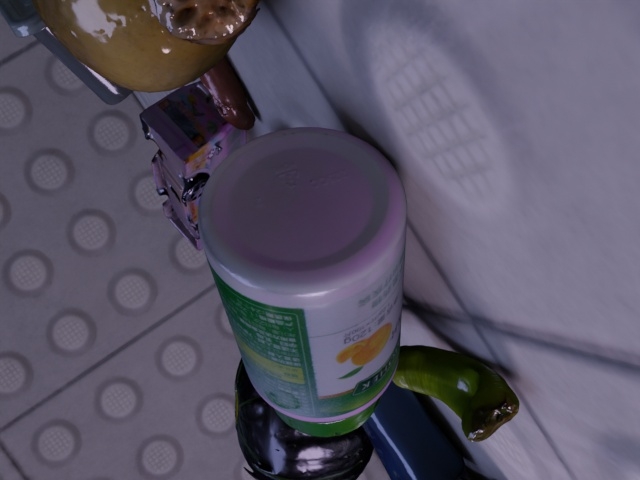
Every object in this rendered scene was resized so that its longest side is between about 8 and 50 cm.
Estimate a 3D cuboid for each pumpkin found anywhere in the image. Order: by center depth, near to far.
[{"bbox_3d":[0.004,0.243,1.089,0.296,0.295,0.296,54,171,13],"label":"pumpkin"}]

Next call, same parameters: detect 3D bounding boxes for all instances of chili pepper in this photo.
[{"bbox_3d":[0.106,0.114,0.555,0.050,0.052,0.201,31,176,-12],"label":"chili pepper"}]

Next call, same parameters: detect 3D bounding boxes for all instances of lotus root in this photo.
[{"bbox_3d":[-0.132,-0.184,0.476,0.303,0.130,0.146,44,166,52],"label":"lotus root"}]

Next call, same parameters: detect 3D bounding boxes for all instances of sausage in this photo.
[{"bbox_3d":[-0.107,-0.173,0.706,0.036,0.042,0.158,-4,132,35],"label":"sausage"}]

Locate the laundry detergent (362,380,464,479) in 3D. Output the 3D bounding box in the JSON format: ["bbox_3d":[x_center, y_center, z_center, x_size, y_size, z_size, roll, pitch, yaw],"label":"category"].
[{"bbox_3d":[0.063,0.188,0.909,0.290,0.094,0.143,55,175,4],"label":"laundry detergent"}]

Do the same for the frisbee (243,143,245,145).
[{"bbox_3d":[0.000,0.000,0.709,0.242,0.045,0.242,45,159,23],"label":"frisbee"}]

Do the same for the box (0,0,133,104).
[{"bbox_3d":[-0.251,-0.264,0.781,0.243,0.163,0.135,45,175,44],"label":"box"}]

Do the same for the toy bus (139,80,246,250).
[{"bbox_3d":[-0.152,-0.085,0.899,0.090,0.112,0.274,45,161,11],"label":"toy bus"}]

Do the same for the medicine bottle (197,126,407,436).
[{"bbox_3d":[-0.004,0.052,0.541,0.133,0.133,0.274,50,161,30],"label":"medicine bottle"}]

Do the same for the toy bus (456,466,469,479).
[{"bbox_3d":[0.166,0.357,0.860,0.106,0.131,0.297,54,172,7],"label":"toy bus"}]
